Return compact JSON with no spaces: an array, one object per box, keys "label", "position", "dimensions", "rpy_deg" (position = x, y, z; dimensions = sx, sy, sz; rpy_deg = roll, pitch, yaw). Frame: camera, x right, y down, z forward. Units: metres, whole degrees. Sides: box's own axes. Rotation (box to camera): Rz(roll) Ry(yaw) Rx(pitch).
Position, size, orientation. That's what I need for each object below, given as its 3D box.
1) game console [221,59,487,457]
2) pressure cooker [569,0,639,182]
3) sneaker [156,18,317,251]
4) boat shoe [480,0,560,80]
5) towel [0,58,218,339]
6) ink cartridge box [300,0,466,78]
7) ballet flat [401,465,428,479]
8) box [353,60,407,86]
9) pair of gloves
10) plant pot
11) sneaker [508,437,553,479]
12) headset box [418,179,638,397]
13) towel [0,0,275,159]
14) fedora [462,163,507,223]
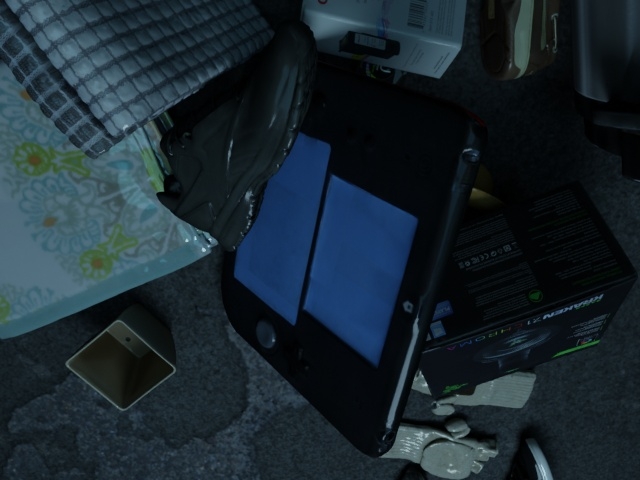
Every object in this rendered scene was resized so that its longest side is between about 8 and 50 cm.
[{"label":"game console","position":[0.000,0.000,0.665],"dimensions":[0.060,0.342,0.386],"rpy_deg":[-6,118,-36]},{"label":"pressure cooker","position":[0.436,-0.243,0.551],"dimensions":[0.370,0.375,0.420],"rpy_deg":[-5,114,16]},{"label":"sneaker","position":[-0.097,-0.108,0.609],"dimensions":[0.130,0.109,0.286],"rpy_deg":[25,127,-10]},{"label":"boat shoe","position":[0.239,-0.321,0.662],"dimensions":[0.095,0.095,0.257],"rpy_deg":[-12,119,-12]},{"label":"towel","position":[-0.346,-0.065,0.743],"dimensions":[0.375,0.090,0.320],"rpy_deg":[-23,109,7]},{"label":"ink cartridge box","position":[0.069,-0.271,0.648],"dimensions":[0.175,0.072,0.127],"rpy_deg":[11,76,-6]},{"label":"ballet flat","position":[0.132,0.464,1.010],"dimensions":[0.057,0.049,0.173],"rpy_deg":[13,120,-43]},{"label":"box","position":[0.071,-0.203,0.717],"dimensions":[0.062,0.052,0.083],"rpy_deg":[9,111,-5]},{"label":"pair of gloves","position":[0.217,0.290,0.934],"dimensions":[0.204,0.042,0.240],"rpy_deg":[18,112,-9]},{"label":"plant pot","position":[-0.274,0.155,0.830],"dimensions":[0.109,0.096,0.109],"rpy_deg":[-38,109,12]},{"label":"sneaker","position":[0.329,0.438,0.979],"dimensions":[0.121,0.079,0.216],"rpy_deg":[-15,114,2]},{"label":"headset box","position":[0.226,0.084,0.738],"dimensions":[0.246,0.131,0.283],"rpy_deg":[-20,151,6]},{"label":"towel","position":[-0.204,-0.240,0.581],"dimensions":[0.121,0.283,0.235],"rpy_deg":[-25,110,37]},{"label":"fedora","position":[0.158,-0.063,0.747],"dimensions":[0.194,0.194,0.079],"rpy_deg":[26,70,-12]}]
